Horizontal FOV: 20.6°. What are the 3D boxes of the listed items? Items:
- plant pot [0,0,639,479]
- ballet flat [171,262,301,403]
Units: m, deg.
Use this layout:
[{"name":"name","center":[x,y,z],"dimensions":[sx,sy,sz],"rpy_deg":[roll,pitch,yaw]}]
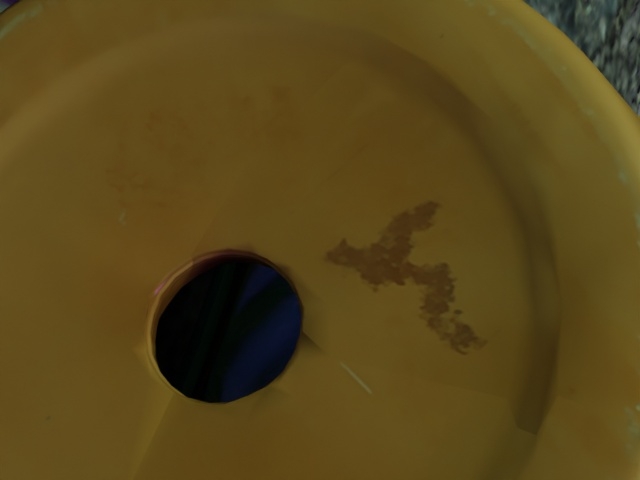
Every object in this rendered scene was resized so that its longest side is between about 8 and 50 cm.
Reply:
[{"name":"plant pot","center":[-0.004,0.052,0.469],"dimensions":[0.203,0.291,0.291],"rpy_deg":[60,49,-66]},{"name":"ballet flat","center":[0.000,0.000,0.670],"dimensions":[0.087,0.083,0.247],"rpy_deg":[15,89,-10]}]
